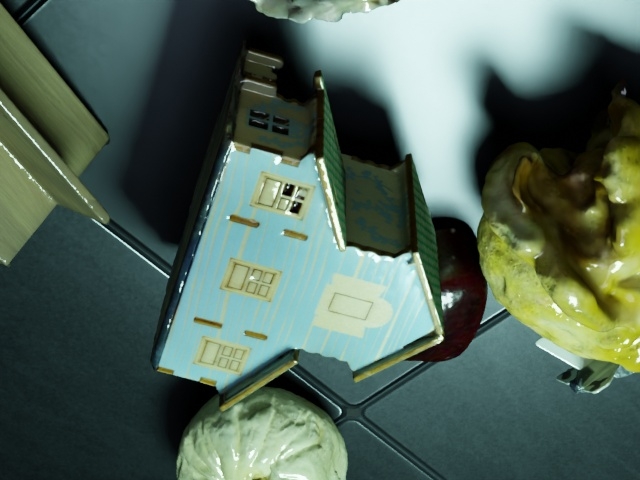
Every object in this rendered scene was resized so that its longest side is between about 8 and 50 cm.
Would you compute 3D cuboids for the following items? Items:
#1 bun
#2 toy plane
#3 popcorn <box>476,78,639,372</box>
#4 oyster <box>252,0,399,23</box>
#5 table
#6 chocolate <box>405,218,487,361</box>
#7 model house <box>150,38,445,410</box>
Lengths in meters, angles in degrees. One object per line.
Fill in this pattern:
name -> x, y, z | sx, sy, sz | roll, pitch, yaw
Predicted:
bun -> -0.055, 0.224, 1.164 | 0.164, 0.111, 0.188 | -3, 132, 2
toy plane -> 0.307, 0.082, 1.076 | 0.234, 0.160, 0.082 | -21, 94, -9
popcorn -> 0.233, 0.002, 0.970 | 0.253, 0.191, 0.190 | 26, 157, -21
oyster -> 0.026, -0.280, 0.781 | 0.351, 0.115, 0.238 | -33, 115, 14
table -> -0.253, -0.097, 0.885 | 0.167, 0.167, 0.227 | -22, 135, 13
chocolate -> 0.081, 0.063, 1.067 | 0.148, 0.080, 0.125 | -20, 126, 10
model house -> 0.000, 0.000, 0.947 | 0.206, 0.178, 0.271 | 16, 123, -8
